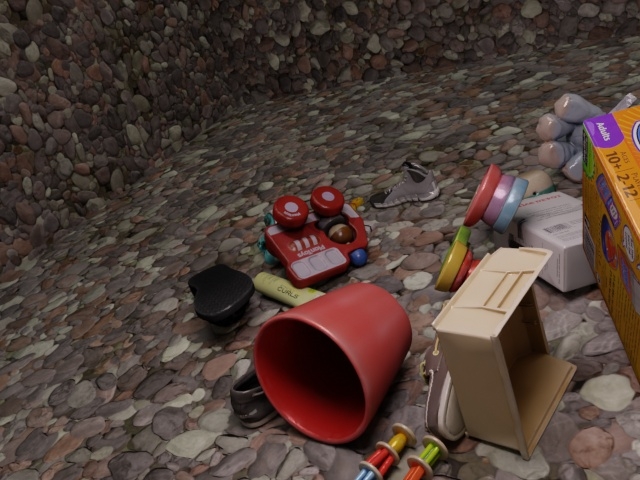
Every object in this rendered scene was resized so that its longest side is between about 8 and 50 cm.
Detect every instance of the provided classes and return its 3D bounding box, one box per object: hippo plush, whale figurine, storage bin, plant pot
[{"bbox_3d":[0.743,-0.329,1.888,0.294,0.234,0.236,-40,8,18],"label":"hippo plush"},{"bbox_3d":[0.521,-0.097,1.756,0.216,0.141,0.272,-23,2,-9],"label":"whale figurine"},{"bbox_3d":[0.336,0.184,1.151,0.123,0.262,0.260,3,34,42],"label":"storage bin"},{"bbox_3d":[0.044,0.219,1.305,0.275,0.275,0.243,3,23,37],"label":"plant pot"}]

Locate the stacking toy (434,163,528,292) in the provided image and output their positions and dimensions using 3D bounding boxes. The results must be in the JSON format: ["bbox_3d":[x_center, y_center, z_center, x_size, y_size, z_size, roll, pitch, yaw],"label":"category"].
[{"bbox_3d":[0.384,-0.007,1.506,0.130,0.309,0.279,25,4,9],"label":"stacking toy"}]

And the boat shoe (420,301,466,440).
[{"bbox_3d":[0.250,0.237,1.255,0.097,0.116,0.324,-8,39,34],"label":"boat shoe"}]

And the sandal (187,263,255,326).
[{"bbox_3d":[-0.265,0.158,1.814,0.168,0.107,0.446,-26,14,-10],"label":"sandal"}]

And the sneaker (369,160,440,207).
[{"bbox_3d":[0.254,-0.185,2.065,0.229,0.132,0.086,-9,28,19],"label":"sneaker"}]

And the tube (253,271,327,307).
[{"bbox_3d":[-0.081,0.139,1.755,0.240,0.062,0.070,17,78,43],"label":"tube"}]

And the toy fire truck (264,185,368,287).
[{"bbox_3d":[0.000,0.000,1.837,0.302,0.169,0.254,-18,55,-30],"label":"toy fire truck"}]

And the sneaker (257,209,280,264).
[{"bbox_3d":[-0.150,-0.011,2.046,0.110,0.107,0.275,-29,26,1],"label":"sneaker"}]

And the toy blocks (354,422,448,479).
[{"bbox_3d":[0.130,0.392,1.121,0.123,0.054,0.148,9,38,45],"label":"toy blocks"}]

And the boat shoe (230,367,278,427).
[{"bbox_3d":[-0.057,0.270,1.435,0.335,0.095,0.112,-37,31,-32],"label":"boat shoe"}]

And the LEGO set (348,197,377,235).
[{"bbox_3d":[0.087,-0.088,2.043,0.093,0.087,0.227,-37,32,-31],"label":"LEGO set"}]

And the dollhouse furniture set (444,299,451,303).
[{"bbox_3d":[0.328,0.175,1.393,0.114,0.091,0.081,-11,42,10],"label":"dollhouse furniture set"}]

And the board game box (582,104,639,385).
[{"bbox_3d":[0.660,0.000,1.061,0.356,0.356,0.356,-13,49,11],"label":"board game box"}]

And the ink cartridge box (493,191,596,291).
[{"bbox_3d":[0.554,-0.007,1.505,0.197,0.114,0.273,-14,25,-14],"label":"ink cartridge box"}]
